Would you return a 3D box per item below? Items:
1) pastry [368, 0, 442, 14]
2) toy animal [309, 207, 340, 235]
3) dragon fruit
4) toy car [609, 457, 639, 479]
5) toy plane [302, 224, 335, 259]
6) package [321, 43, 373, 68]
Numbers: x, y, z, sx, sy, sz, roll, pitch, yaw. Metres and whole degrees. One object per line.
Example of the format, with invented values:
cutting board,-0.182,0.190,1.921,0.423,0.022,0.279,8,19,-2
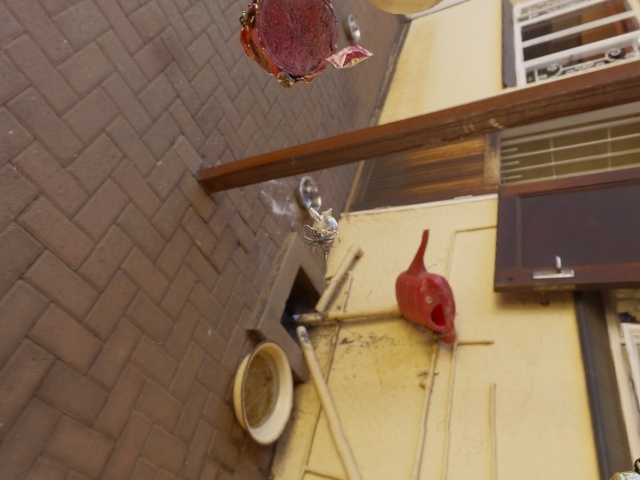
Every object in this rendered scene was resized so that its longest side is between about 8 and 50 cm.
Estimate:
pastry,0.106,-0.351,0.487,0.092,0.156,0.156,-51,130,-70
toy animal,0.014,-0.048,1.228,0.124,0.071,0.085,4,89,-76
dragon fruit,-0.107,-0.645,1.337,0.314,0.263,0.296,-42,115,-15
toy car,0.509,0.356,0.525,0.124,0.256,0.101,-87,172,-64
toy plane,0.000,0.000,0.798,0.031,0.083,0.079,-44,108,-41
package,0.050,-0.344,0.787,0.083,0.059,0.029,-27,141,-17
